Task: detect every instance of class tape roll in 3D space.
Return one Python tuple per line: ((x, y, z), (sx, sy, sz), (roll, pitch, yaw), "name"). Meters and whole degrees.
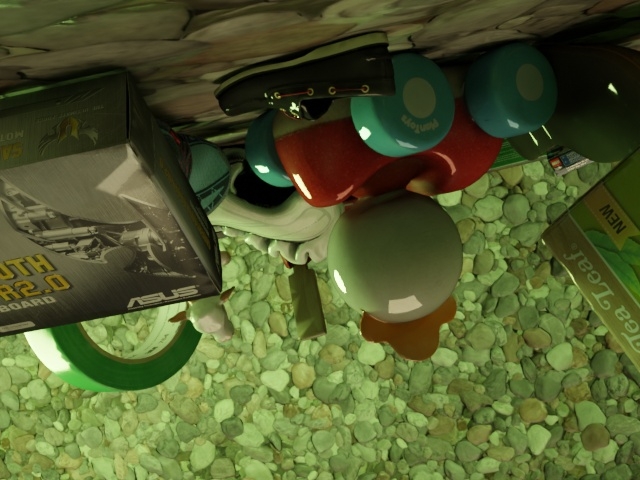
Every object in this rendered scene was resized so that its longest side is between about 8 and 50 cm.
((-0.319, 0.079, 1.361), (0.077, 0.321, 0.321), (-9, -177, 38), "tape roll")

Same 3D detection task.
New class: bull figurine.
((-0.229, 0.022, 1.228), (0.101, 0.310, 0.188), (-53, 177, 6), "bull figurine")

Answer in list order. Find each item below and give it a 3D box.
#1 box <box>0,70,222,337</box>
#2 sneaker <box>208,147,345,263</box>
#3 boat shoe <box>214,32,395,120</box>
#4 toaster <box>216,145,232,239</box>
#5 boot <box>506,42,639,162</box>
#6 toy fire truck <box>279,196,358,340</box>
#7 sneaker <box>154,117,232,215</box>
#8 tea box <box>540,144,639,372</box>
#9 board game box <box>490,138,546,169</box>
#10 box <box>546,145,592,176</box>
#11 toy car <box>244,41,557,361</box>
((-0.198, -0.007, 0.549), (0.231, 0.056, 0.183), (-11, 149, 4), "box")
((-0.121, -0.052, 0.875), (0.292, 0.110, 0.118), (4, 158, 8), "sneaker")
((-0.013, -0.097, 0.554), (0.133, 0.042, 0.049), (-9, -175, 31), "boat shoe")
((-0.155, -0.051, 1.102), (0.186, 0.110, 0.168), (-11, -179, 44), "toaster")
((0.243, -0.139, 0.755), (0.115, 0.112, 0.305), (-31, -174, 0), "boot")
((0.000, 0.000, 1.252), (0.217, 0.246, 0.158), (-10, -156, 33), "toy fire truck")
((-0.143, -0.044, 0.683), (0.125, 0.104, 0.262), (-13, -179, 34), "sneaker")
((0.404, 0.016, 0.599), (0.220, 0.329, 0.323), (-13, 152, -43), "tea box")
((0.281, -0.126, 1.095), (0.317, 0.046, 0.214), (-12, 180, 37), "board game box")
((0.283, -0.131, 0.904), (0.094, 0.027, 0.137), (-24, -150, 26), "box")
((0.075, -0.021, 0.727), (0.210, 0.237, 0.219), (-13, -177, -31), "toy car")
